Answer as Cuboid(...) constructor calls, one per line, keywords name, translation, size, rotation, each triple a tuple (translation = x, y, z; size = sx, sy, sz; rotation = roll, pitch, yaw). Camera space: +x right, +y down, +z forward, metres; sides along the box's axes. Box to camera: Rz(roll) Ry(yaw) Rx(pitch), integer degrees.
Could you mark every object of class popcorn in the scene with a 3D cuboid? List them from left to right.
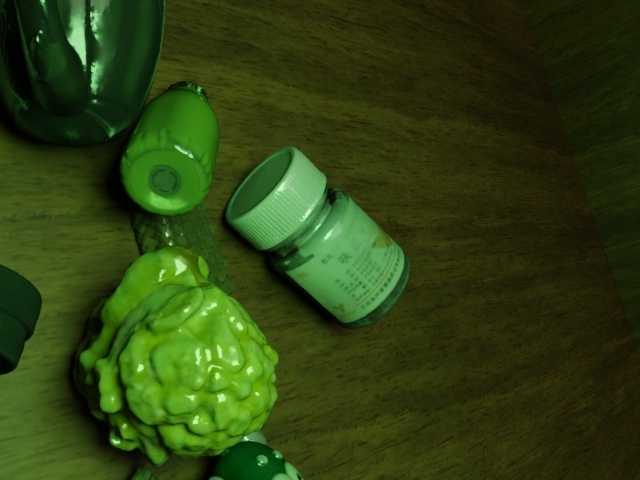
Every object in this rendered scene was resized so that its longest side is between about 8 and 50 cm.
Cuboid(name="popcorn", translation=(-0.168, 0.135, 0.751), size=(0.212, 0.259, 0.259), rotation=(-45, 110, -11))

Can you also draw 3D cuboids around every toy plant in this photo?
Cuboid(name="toy plant", translation=(-0.068, 0.340, 0.818), size=(0.243, 0.113, 0.232), rotation=(55, 11, -18))

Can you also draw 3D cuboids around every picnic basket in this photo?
Cuboid(name="picnic basket", translation=(-0.189, 0.003, 0.903), size=(0.110, 0.055, 0.193), rotation=(-15, 82, -48))

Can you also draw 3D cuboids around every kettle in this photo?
Cuboid(name="kettle", translation=(-0.288, -0.273, 0.748), size=(0.228, 0.321, 0.324), rotation=(-4, 80, -12))

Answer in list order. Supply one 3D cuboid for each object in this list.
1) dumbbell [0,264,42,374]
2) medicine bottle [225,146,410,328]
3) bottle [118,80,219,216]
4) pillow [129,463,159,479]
Cuboid(name="dumbbell", translation=(-0.366, 0.157, 0.555), size=(0.185, 0.185, 0.388), rotation=(28, 54, -36))
Cuboid(name="medicine bottle", translation=(0.000, 0.000, 1.017), size=(0.273, 0.165, 0.165), rotation=(44, 46, -26))
Cuboid(name="bottle", translation=(-0.191, -0.139, 0.875), size=(0.112, 0.112, 0.260), rotation=(42, 21, -26))
Cuboid(name="pillow", translation=(-0.174, 0.369, 0.768), size=(0.203, 0.038, 0.113), rotation=(51, 44, -16))
